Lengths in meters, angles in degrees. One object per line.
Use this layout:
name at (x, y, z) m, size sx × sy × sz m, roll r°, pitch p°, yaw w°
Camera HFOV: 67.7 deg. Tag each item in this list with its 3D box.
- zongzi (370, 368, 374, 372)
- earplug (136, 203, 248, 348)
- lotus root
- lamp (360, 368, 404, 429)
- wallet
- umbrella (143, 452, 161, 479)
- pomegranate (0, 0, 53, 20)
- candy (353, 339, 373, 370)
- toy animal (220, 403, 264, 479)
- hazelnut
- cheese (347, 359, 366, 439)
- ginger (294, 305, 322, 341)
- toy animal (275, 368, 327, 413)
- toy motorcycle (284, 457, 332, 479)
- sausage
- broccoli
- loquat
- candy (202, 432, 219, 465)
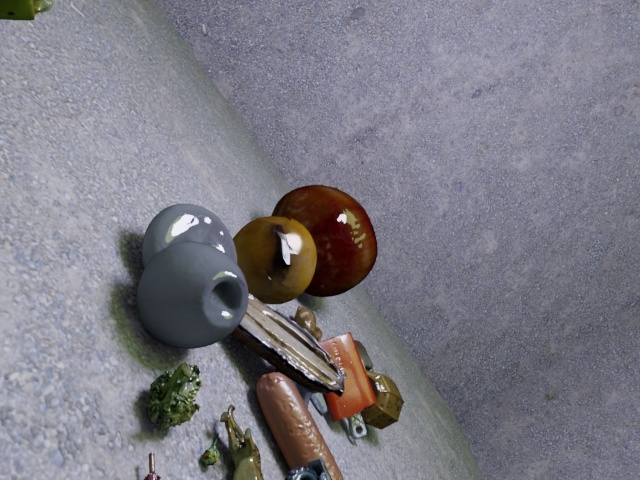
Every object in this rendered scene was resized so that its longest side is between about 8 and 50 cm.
zongzi at (0.138, 0.467, 1.734) m, size 0.154 × 0.062 × 0.130 m, roll 44°, pitch -23°, yaw 42°
earplug at (-0.219, 0.056, 0.861) m, size 0.214 × 0.175 × 0.325 m, roll 53°, pitch 9°, yaw -31°
lotus root at (-0.090, 0.234, 1.036) m, size 0.329 × 0.078 × 0.167 m, roll 38°, pitch 18°, yaw 5°
lamp at (0.159, 0.477, 1.429) m, size 0.185 × 0.161 × 0.161 m, roll 45°, pitch 15°, yaw -48°
wallet at (0.059, 0.355, 1.265) m, size 0.142 × 0.045 × 0.204 m, roll -11°, pitch 73°, yaw -33°
umbrella at (-0.192, 0.326, 0.542) m, size 0.027 × 0.025 × 0.165 m, roll 74°, pitch -4°, yaw -46°
pomegranate at (-0.588, -0.528, 0.852) m, size 0.340 × 0.260 × 0.260 m, roll 17°, pitch -27°, yaw 51°
candy at (0.088, 0.381, 1.546) m, size 0.104 × 0.102 × 0.234 m, roll 61°, pitch 9°, yaw 27°
toy animal at (-0.114, 0.357, 0.717) m, size 0.241 × 0.057 × 0.099 m, roll -119°, pitch -165°, yaw -54°
hazelnut at (0.000, 0.000, 1.698) m, size 0.421 × 0.353 × 0.421 m, roll 31°, pitch 49°, yaw -44°
cheese at (0.054, 0.410, 1.312) m, size 0.163 × 0.071 × 0.249 m, roll 18°, pitch 56°, yaw -29°
ginger at (-0.040, 0.254, 1.454) m, size 0.096 × 0.067 × 0.165 m, roll 61°, pitch -2°, yaw 29°
toy animal at (-0.041, 0.332, 1.146) m, size 0.239 × 0.176 × 0.255 m, roll 39°, pitch 54°, yaw -52°
toy motorcycle at (0.034, 0.493, 0.784) m, size 0.159 × 0.106 × 0.270 m, roll -6°, pitch 67°, yaw -55°
sausage at (-0.038, 0.388, 0.923) m, size 0.289 × 0.086 × 0.086 m, roll 58°, pitch 9°, yaw 16°
broccoli at (-0.201, 0.215, 0.680) m, size 0.097 × 0.092 × 0.095 m, roll 16°, pitch 24°, yaw -48°
loquat at (-0.123, 0.052, 1.227) m, size 0.235 × 0.235 × 0.235 m, roll 54°, pitch 9°, yaw -13°
candy at (-0.162, 0.317, 0.734) m, size 0.023 × 0.025 × 0.083 m, roll 38°, pitch 4°, yaw -3°
